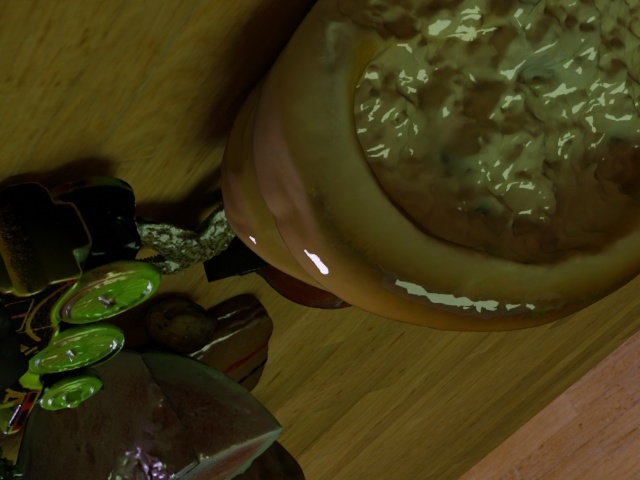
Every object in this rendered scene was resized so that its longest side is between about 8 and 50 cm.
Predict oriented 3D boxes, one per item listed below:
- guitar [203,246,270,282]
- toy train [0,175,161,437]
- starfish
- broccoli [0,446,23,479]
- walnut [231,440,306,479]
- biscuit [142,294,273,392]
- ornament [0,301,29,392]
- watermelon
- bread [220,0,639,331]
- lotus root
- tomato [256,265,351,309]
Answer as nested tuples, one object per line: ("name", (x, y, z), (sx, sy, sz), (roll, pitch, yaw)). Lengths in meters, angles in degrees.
("guitar", (0.000, 0.000, 1.264), (0.233, 0.025, 0.088), (-16, 179, 27))
("toy train", (-0.228, 0.058, 1.076), (0.161, 0.100, 0.296), (-12, 154, -31))
("starfish", (-0.114, -0.002, 1.203), (0.208, 0.053, 0.176), (-23, 170, -12))
("broccoli", (-0.364, 0.289, 1.363), (0.194, 0.219, 0.194), (-32, -165, 10))
("walnut", (-0.130, 0.367, 1.807), (0.248, 0.248, 0.248), (-29, 161, -11))
("biscuit", (-0.174, 0.177, 1.526), (0.262, 0.052, 0.277), (-25, 159, -22))
("ornament", (-0.295, 0.114, 0.830), (0.251, 0.106, 0.260), (78, 27, -53))
("watermelon", (-0.192, 0.227, 1.365), (0.305, 0.224, 0.180), (-45, -161, 34))
("bread", (0.121, -0.106, 1.098), (0.424, 0.329, 0.245), (-22, -160, -30))
("lotus root", (-0.135, 0.084, 1.355), (0.049, 0.054, 0.099), (-50, 156, 18))
("tomato", (0.044, 0.007, 1.414), (0.225, 0.085, 0.225), (-30, 164, -9))
